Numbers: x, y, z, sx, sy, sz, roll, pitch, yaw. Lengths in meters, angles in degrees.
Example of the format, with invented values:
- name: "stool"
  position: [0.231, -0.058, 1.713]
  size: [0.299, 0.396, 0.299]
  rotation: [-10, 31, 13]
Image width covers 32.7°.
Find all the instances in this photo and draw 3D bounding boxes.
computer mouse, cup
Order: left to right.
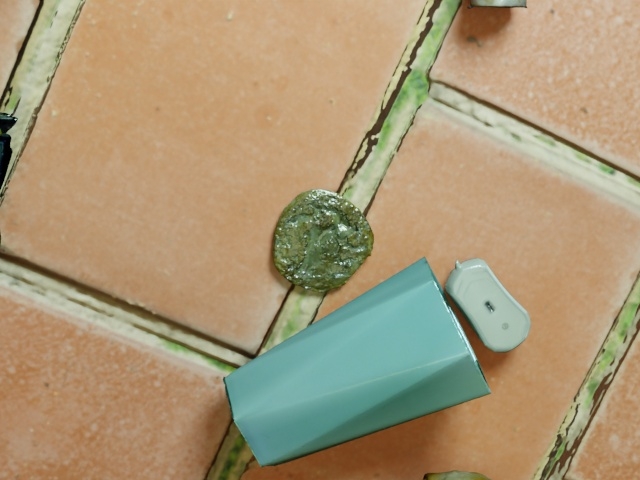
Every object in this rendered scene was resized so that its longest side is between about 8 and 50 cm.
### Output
- name: "cup"
  position: [0.030, 0.131, 1.069]
  size: [0.236, 0.134, 0.148]
  rotation: [-26, 132, 4]
- name: "computer mouse"
  position: [0.170, 0.064, 1.124]
  size: [0.056, 0.032, 0.110]
  rotation: [-37, 95, 0]

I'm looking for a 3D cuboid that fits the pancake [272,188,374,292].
- name: "pancake"
  position: [-0.001, 0.001, 1.096]
  size: [0.108, 0.017, 0.108]
  rotation: [-1, 103, -3]

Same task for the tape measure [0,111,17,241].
- name: "tape measure"
  position: [-0.380, -0.039, 0.977]
  size: [0.186, 0.112, 0.199]
  rotation: [3, 102, -36]

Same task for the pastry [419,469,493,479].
- name: "pastry"
  position: [0.133, 0.352, 1.149]
  size: [0.229, 0.100, 0.218]
  rotation: [-22, 108, -7]

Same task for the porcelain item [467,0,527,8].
- name: "porcelain item"
  position: [0.169, -0.325, 1.016]
  size: [0.054, 0.084, 0.213]
  rotation: [4, 103, 20]
